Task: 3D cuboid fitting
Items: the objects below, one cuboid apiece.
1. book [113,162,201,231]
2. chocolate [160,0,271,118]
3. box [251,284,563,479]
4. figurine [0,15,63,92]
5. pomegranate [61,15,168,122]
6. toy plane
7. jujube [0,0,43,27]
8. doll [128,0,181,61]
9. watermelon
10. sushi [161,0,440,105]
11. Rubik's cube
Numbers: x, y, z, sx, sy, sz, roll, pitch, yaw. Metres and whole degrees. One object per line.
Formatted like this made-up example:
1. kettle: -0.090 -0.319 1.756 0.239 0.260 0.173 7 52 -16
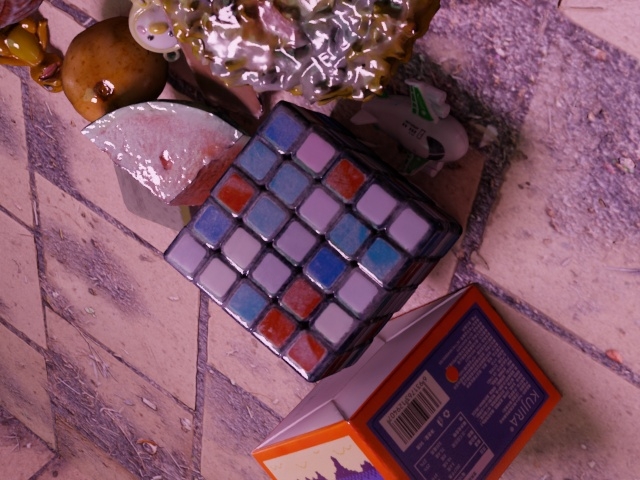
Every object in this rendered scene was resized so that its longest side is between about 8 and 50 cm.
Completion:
1. book: -0.261 -0.111 2.225 0.352 0.035 0.239 19 134 34
2. chocolate: -0.147 -0.309 1.862 0.161 0.083 0.261 25 151 33
3. box: 0.141 0.300 1.925 0.257 0.348 0.318 51 144 -5
4. figurine: -0.542 -0.350 2.257 0.176 0.121 0.122 50 175 -20
5. pomegranate: -0.344 -0.286 2.031 0.196 0.196 0.196 28 141 26
6. toy plane: 0.132 -0.161 1.715 0.174 0.080 0.174 26 140 24
7. jujube: -0.542 -0.505 1.980 0.308 0.215 0.247 127 127 -61
8. doll: -0.266 -0.399 1.869 0.141 0.117 0.296 -14 127 3
9. watermelon: -0.220 -0.143 1.990 0.255 0.260 0.176 7 96 21
10. sushi: -0.015 -0.359 1.446 0.351 0.240 0.397 27 137 -3
11. Rubik's cube: 0.000 0.000 1.743 0.287 0.292 0.293 40 -173 11
